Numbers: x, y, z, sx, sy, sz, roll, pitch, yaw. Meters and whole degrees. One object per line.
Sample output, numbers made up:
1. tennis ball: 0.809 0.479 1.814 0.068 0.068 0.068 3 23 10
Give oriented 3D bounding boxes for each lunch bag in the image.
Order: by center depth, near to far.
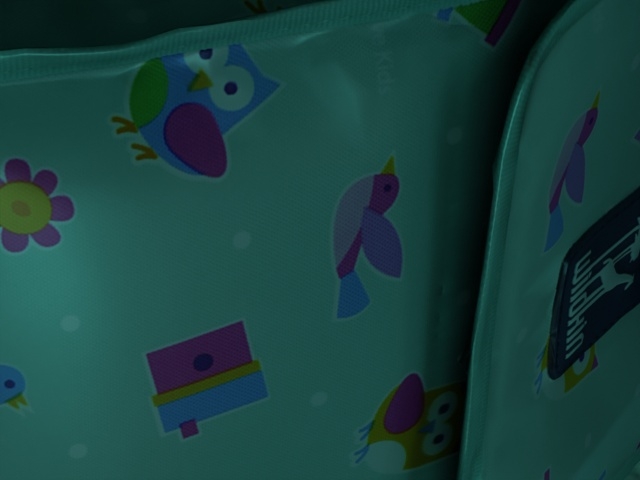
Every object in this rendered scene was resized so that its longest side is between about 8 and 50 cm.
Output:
1. lunch bag: 0.000 0.000 0.513 0.262 0.160 0.223 -8 122 -15
